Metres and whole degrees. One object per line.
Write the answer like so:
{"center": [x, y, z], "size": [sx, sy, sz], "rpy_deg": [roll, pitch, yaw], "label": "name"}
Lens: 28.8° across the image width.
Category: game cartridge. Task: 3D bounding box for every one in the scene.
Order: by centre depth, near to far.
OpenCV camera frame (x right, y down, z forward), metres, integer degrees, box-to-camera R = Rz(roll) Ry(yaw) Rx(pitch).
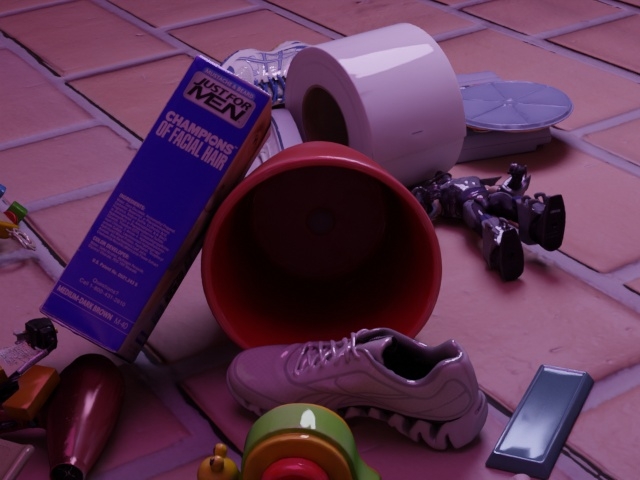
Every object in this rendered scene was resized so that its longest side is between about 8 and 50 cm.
{"center": [0.244, -0.214, 2.108], "size": [0.196, 0.060, 0.294], "rpy_deg": [-13, 28, -9], "label": "game cartridge"}

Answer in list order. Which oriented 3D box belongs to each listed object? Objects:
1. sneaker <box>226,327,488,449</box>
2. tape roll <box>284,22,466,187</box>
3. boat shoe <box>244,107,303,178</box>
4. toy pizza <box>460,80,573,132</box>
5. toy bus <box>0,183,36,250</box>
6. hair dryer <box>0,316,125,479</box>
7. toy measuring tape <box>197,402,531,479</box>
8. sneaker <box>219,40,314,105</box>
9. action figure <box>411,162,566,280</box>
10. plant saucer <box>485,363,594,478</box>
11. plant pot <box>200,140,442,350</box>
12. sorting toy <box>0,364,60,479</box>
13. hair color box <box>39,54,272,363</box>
{"center": [0.033, 0.140, 1.346], "size": [0.292, 0.118, 0.110], "rpy_deg": [3, 46, 18], "label": "sneaker"}
{"center": [0.077, -0.189, 1.868], "size": [0.169, 0.246, 0.246], "rpy_deg": [-18, 30, -26], "label": "tape roll"}
{"center": [-0.093, -0.072, 1.808], "size": [0.157, 0.135, 0.367], "rpy_deg": [-10, 37, -4], "label": "boat shoe"}
{"center": [0.302, -0.208, 1.994], "size": [0.201, 0.032, 0.201], "rpy_deg": [-3, 28, 1], "label": "toy pizza"}
{"center": [-0.525, -0.034, 1.802], "size": [0.104, 0.191, 0.202], "rpy_deg": [-49, 29, 7], "label": "toy bus"}
{"center": [-0.321, 0.200, 1.377], "size": [0.224, 0.080, 0.293], "rpy_deg": [-37, 33, -25], "label": "hair dryer"}
{"center": [0.041, 0.216, 1.217], "size": [0.330, 0.121, 0.121], "rpy_deg": [-2, 27, 5], "label": "toy measuring tape"}
{"center": [-0.071, -0.294, 2.244], "size": [0.131, 0.111, 0.296], "rpy_deg": [16, 34, 34], "label": "sneaker"}
{"center": [0.228, -0.050, 1.736], "size": [0.185, 0.099, 0.285], "rpy_deg": [-22, 27, -14], "label": "action figure"}
{"center": [0.240, 0.190, 1.346], "size": [0.067, 0.018, 0.192], "rpy_deg": [9, 29, 24], "label": "plant saucer"}
{"center": [0.000, 0.000, 1.521], "size": [0.275, 0.274, 0.243], "rpy_deg": [-4, 17, 0], "label": "plant pot"}
{"center": [-0.409, 0.226, 1.261], "size": [0.229, 0.041, 0.307], "rpy_deg": [7, 44, 23], "label": "sorting toy"}
{"center": [-0.183, -0.029, 1.454], "size": [0.110, 0.338, 0.185], "rpy_deg": [28, -9, 2], "label": "hair color box"}
